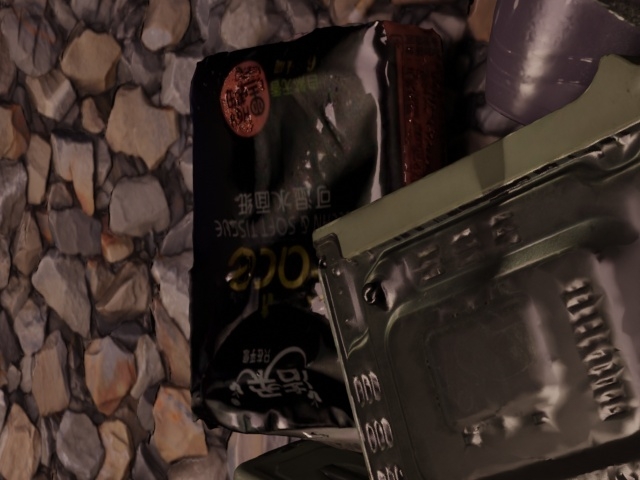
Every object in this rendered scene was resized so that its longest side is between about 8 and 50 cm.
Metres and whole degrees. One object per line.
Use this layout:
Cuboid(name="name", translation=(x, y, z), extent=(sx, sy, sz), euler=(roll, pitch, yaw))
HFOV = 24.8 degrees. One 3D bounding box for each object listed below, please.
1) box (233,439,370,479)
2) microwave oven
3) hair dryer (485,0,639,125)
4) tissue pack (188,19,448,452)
Cuboid(name="box", translation=(0.024, 0.226, 1.148), extent=(0.172, 0.124, 0.092), euler=(17, 115, 46))
Cuboid(name="microwave oven", translation=(0.192, 0.055, 0.884), extent=(0.355, 0.218, 0.286), euler=(-26, 72, 44))
Cuboid(name="hair dryer", translation=(0.136, -0.266, 1.026), extent=(0.361, 0.121, 0.301), euler=(39, 111, 44))
Cuboid(name="tissue pack", translation=(0.000, 0.000, 1.155), extent=(0.245, 0.123, 0.332), euler=(-2, 91, 49))
